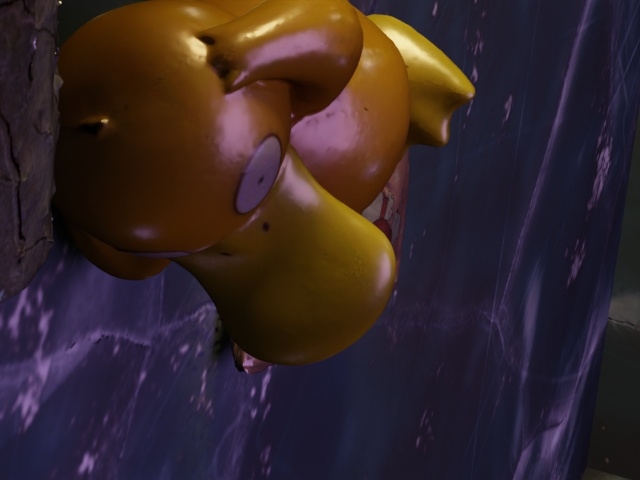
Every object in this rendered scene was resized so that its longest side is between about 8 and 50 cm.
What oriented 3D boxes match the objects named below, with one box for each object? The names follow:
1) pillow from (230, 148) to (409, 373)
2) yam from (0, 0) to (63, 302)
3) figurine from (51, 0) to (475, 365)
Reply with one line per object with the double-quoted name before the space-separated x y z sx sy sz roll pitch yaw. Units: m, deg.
"pillow" 0.000 0.000 1.232 0.248 0.049 0.135 -28 129 -62
"yam" -0.148 -0.084 0.543 0.154 0.154 0.254 -54 156 -50
"figurine" -0.041 -0.054 0.890 0.228 0.215 0.215 -76 171 -59
